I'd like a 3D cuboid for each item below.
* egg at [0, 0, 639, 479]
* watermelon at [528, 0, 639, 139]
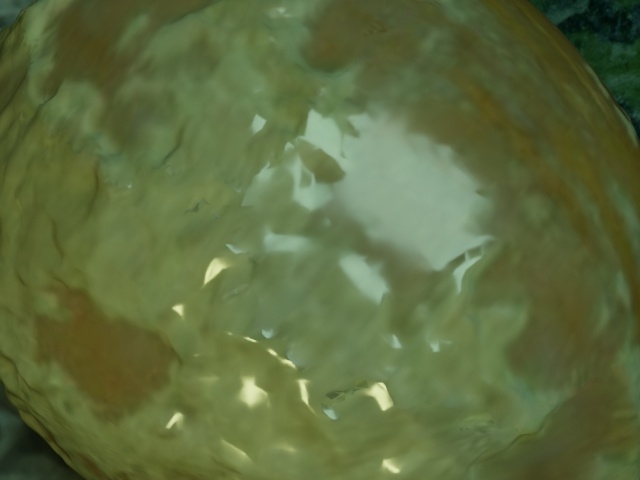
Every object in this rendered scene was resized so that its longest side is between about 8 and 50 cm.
[{"bbox_3d":[0.000,0.000,0.411,0.245,0.203,0.203,36,51,28],"label":"egg"},{"bbox_3d":[0.157,-0.095,0.578,0.260,0.176,0.256,25,92,-5],"label":"watermelon"}]
